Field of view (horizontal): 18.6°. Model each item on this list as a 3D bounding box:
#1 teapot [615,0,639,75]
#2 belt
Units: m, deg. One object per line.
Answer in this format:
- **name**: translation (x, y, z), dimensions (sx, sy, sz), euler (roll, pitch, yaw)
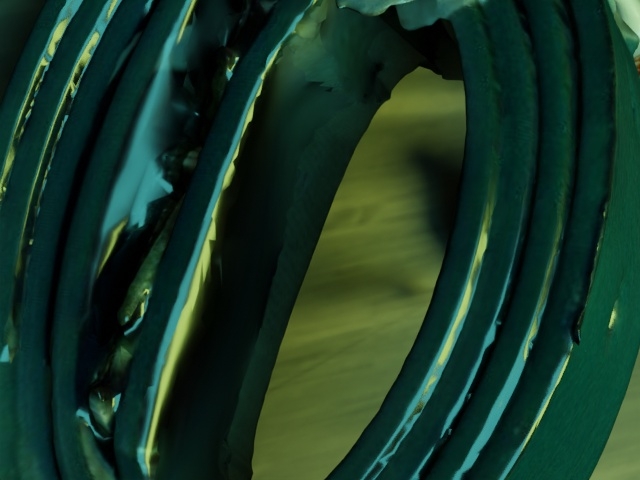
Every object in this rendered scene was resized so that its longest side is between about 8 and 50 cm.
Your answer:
- **teapot**: translation (0.197, -0.080, 1.087), dimensions (0.116, 0.159, 0.245), euler (-34, 143, 27)
- **belt**: translation (0.000, 0.002, 0.929), dimensions (0.300, 0.173, 0.436), euler (13, 84, 19)
